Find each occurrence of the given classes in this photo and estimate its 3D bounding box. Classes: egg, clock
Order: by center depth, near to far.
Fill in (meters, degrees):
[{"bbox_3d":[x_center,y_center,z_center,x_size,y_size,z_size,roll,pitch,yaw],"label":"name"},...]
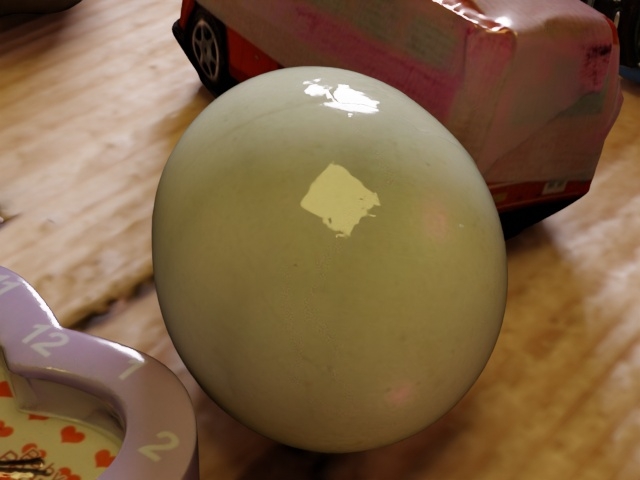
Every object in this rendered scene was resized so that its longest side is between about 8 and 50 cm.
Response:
[{"bbox_3d":[-0.153,0.091,0.444,0.198,0.064,0.172,25,42,28],"label":"clock"},{"bbox_3d":[0.000,0.000,0.504,0.151,0.151,0.209,-6,36,-11],"label":"egg"}]

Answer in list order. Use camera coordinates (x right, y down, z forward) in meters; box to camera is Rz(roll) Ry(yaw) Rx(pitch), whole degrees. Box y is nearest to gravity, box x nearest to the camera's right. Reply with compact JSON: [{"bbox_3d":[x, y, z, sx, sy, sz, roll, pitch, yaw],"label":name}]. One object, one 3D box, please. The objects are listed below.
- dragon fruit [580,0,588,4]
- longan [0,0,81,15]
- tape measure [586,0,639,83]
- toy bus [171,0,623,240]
[{"bbox_3d":[0.140,-0.238,0.860,0.211,0.147,0.282,30,47,19],"label":"dragon fruit"},{"bbox_3d":[-0.250,-0.271,0.791,0.258,0.258,0.258,2,37,-1],"label":"longan"},{"bbox_3d":[0.367,-0.188,0.821,0.215,0.098,0.351,26,46,31],"label":"tape measure"},{"bbox_3d":[0.032,-0.117,0.670,0.127,0.147,0.302,-11,39,-35],"label":"toy bus"}]
